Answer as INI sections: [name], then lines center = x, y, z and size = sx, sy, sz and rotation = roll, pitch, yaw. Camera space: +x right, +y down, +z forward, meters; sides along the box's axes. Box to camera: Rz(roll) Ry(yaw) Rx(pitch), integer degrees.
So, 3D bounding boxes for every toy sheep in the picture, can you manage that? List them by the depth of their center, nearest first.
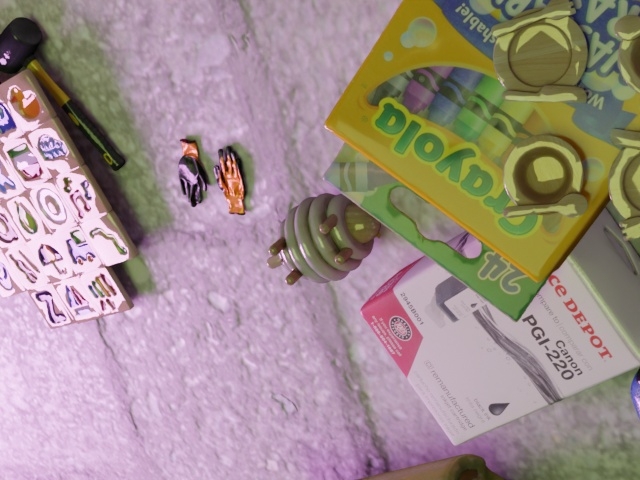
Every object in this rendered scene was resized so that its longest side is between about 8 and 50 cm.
[toy sheep]
center = 0.000, 0.000, 1.066
size = 0.132, 0.091, 0.091
rotation = -18, 102, 30

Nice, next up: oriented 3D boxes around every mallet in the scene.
[mallet]
center = -0.270, -0.156, 1.209
size = 0.190, 0.039, 0.062
rotation = 44, 133, 2

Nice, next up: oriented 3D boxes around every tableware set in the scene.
[tableware set]
center = 0.187, -0.083, 0.769
size = 0.141, 0.020, 0.168
rotation = -1, 95, 20

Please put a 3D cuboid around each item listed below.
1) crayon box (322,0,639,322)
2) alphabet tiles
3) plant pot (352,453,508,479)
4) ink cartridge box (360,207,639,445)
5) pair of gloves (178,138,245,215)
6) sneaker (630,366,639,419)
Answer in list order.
[crayon box]
center = 0.149, -0.117, 0.835
size = 0.203, 0.083, 0.323
rotation = 37, 107, 13
[alphabet tiles]
center = -0.348, -0.053, 1.301
size = 0.285, 0.011, 0.342
rotation = -16, 109, 44
[plant pot]
center = 0.070, 0.332, 1.101
size = 0.254, 0.276, 0.276
rotation = -28, 96, 29
[ink cartridge box]
center = 0.166, 0.062, 0.984
size = 0.218, 0.092, 0.158
rotation = -34, 92, 38
[pair of gloves]
center = -0.112, -0.064, 1.161
size = 0.083, 0.010, 0.074
rotation = 12, 120, 30
[sneaker]
center = 0.310, 0.247, 0.953
size = 0.147, 0.130, 0.330
rotation = -9, 111, 37
